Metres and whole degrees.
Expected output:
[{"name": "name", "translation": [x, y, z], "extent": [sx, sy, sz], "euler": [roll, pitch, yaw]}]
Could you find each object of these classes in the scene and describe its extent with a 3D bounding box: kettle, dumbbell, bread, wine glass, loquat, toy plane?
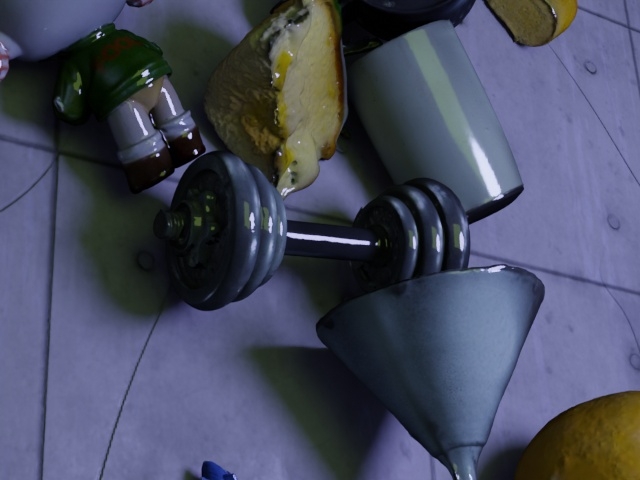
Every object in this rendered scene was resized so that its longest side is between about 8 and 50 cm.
[{"name": "kettle", "translation": [0.168, -0.148, 1.644], "extent": [0.240, 0.165, 0.255], "euler": [-25, 86, -52]}, {"name": "dumbbell", "translation": [0.000, 0.000, 1.429], "extent": [0.406, 0.179, 0.179], "euler": [6, 65, -31]}, {"name": "bread", "translation": [0.293, -0.412, 1.901], "extent": [0.245, 0.102, 0.094], "euler": [51, 51, -3]}, {"name": "wine glass", "translation": [0.156, 0.261, 1.364], "extent": [0.267, 0.267, 0.406], "euler": [6, 65, -34]}, {"name": "loquat", "translation": [0.361, 0.323, 1.493], "extent": [0.275, 0.275, 0.274], "euler": [16, 60, -29]}, {"name": "bread", "translation": [-0.061, -0.186, 1.519], "extent": [0.133, 0.251, 0.174], "euler": [17, 47, 24]}, {"name": "toy plane", "translation": [-0.074, 0.302, 1.326], "extent": [0.167, 0.054, 0.062], "euler": [55, 23, 0]}]

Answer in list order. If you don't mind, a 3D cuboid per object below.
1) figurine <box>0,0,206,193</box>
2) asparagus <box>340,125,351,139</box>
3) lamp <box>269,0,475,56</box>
[{"name": "figurine", "translation": [-0.261, -0.232, 1.374], "extent": [0.281, 0.167, 0.370], "euler": [-37, 101, -37]}, {"name": "asparagus", "translation": [-0.013, -0.197, 1.632], "extent": [0.016, 0.013, 0.166], "euler": [-40, 93, -30]}, {"name": "lamp", "translation": [0.125, -0.382, 1.640], "extent": [0.205, 0.374, 0.272], "euler": [58, 22, 4]}]
